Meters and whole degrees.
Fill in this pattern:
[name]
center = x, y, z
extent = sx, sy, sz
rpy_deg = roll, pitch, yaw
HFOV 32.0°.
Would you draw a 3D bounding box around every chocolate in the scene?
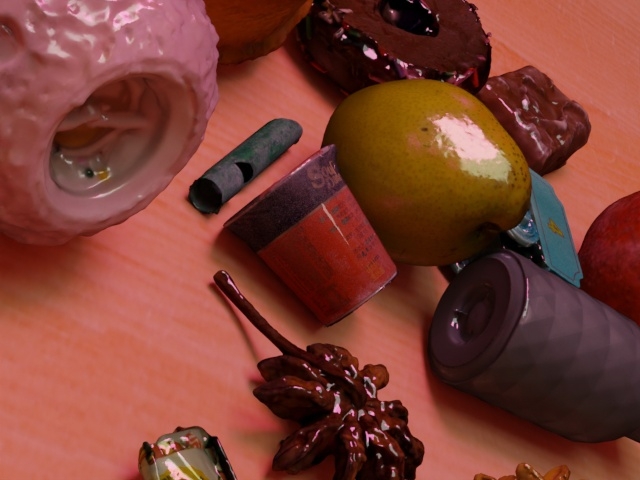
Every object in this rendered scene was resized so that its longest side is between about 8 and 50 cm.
[chocolate]
center = 0.272, -0.156, 1.469
extent = 0.148, 0.093, 0.214
rpy_deg = 51, 36, 6

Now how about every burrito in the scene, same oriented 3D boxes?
[burrito]
center = -0.073, 0.251, 0.750
extent = 0.104, 0.054, 0.288
rpy_deg = 3, 53, -43

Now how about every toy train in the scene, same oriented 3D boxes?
[toy train]
center = 0.212, -0.007, 1.254
extent = 0.154, 0.107, 0.198
rpy_deg = 31, 37, -31

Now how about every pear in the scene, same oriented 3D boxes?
[pear]
center = 0.105, -0.063, 1.117
extent = 0.220, 0.187, 0.187
rpy_deg = 29, 29, 24

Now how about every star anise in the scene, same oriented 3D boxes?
[star anise]
center = -0.007, 0.130, 0.928
extent = 0.234, 0.073, 0.177
rpy_deg = 30, 28, -8

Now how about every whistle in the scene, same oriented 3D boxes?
[whistle]
center = -0.070, -0.079, 1.101
extent = 0.039, 0.039, 0.186
rpy_deg = 44, 35, -1

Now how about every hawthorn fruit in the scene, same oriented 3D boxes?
[hawthorn fruit]
center = 0.422, 0.034, 1.320
extent = 0.231, 0.263, 0.235
rpy_deg = 33, 59, 21

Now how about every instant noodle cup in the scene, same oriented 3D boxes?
[instant noodle cup]
center = -0.002, 0.001, 1.029
extent = 0.135, 0.127, 0.127
rpy_deg = 53, 35, -3

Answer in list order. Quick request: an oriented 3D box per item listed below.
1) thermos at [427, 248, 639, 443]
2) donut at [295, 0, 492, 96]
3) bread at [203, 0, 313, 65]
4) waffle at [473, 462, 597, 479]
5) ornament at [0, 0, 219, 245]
[thermos]
center = 0.254, 0.119, 1.138
extent = 0.287, 0.145, 0.182
rpy_deg = 27, 31, -26
[donut]
center = 0.086, -0.249, 1.349
extent = 0.270, 0.103, 0.269
rpy_deg = 17, 43, -17
[bread]
center = -0.119, -0.380, 1.123
extent = 0.398, 0.215, 0.398
rpy_deg = 9, 74, -35
[waffle]
center = 0.193, 0.332, 0.927
extent = 0.260, 0.069, 0.293
rpy_deg = 5, 54, -39
[ornament]
center = -0.212, -0.130, 0.832
extent = 0.259, 0.259, 0.225
rpy_deg = -9, 45, -49
